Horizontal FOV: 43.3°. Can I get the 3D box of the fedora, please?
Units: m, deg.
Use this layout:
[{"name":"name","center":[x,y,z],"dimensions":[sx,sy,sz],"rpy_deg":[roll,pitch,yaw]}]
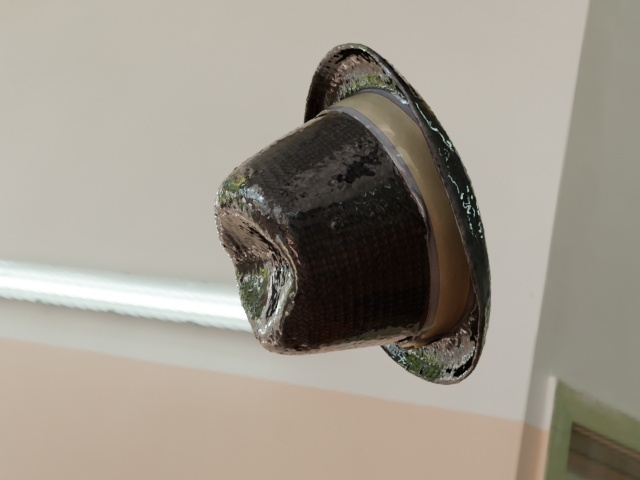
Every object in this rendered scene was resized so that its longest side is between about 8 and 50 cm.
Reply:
[{"name":"fedora","center":[0.000,0.000,0.680],"dimensions":[0.152,0.334,0.334],"rpy_deg":[-18,-19,-17]}]
